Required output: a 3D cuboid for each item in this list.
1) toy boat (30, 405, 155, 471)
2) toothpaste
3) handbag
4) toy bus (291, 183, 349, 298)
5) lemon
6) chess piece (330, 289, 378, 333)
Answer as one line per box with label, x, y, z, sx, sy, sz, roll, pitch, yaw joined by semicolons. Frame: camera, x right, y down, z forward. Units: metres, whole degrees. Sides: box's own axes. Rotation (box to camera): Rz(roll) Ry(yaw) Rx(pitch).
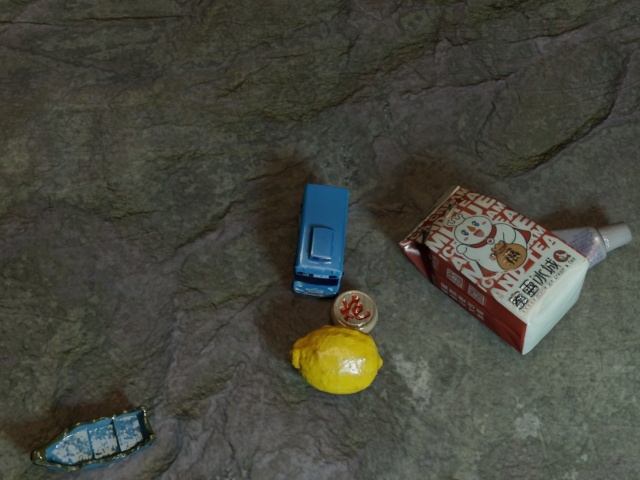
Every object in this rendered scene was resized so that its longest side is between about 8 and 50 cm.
toy boat;-0.351;0.310;1.311;0.185;0.077;0.075;-15;64;-13
toothpaste;0.432;0.031;1.545;0.282;0.069;0.099;-20;34;-4
handbag;0.293;0.033;1.464;0.171;0.151;0.298;-43;62;-14
toy bus;0.000;0.000;1.495;0.090;0.106;0.185;7;61;-3
lemon;0.025;0.193;1.384;0.155;0.114;0.114;5;61;-7
chess piece;0.058;0.127;1.468;0.083;0.038;0.084;1;60;-2
